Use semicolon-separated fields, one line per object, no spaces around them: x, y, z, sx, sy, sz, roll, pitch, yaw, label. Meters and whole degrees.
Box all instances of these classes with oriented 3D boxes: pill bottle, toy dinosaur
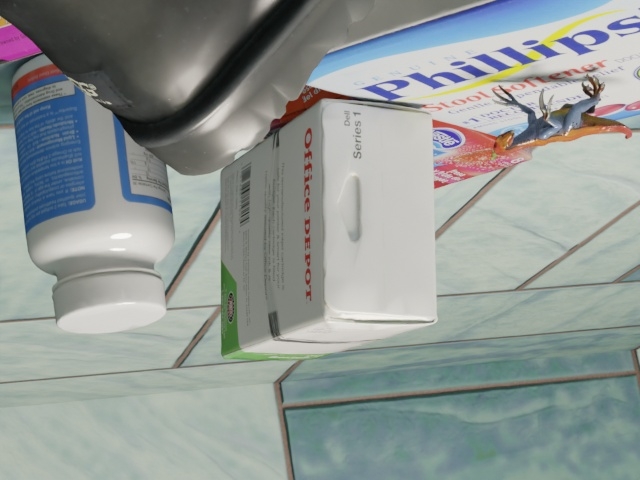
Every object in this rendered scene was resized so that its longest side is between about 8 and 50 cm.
-0.189;-0.040;1.213;0.124;0.221;0.124;-8;163;-2;pill bottle
0.155;-0.074;0.955;0.082;0.090;0.047;-46;-174;-6;toy dinosaur

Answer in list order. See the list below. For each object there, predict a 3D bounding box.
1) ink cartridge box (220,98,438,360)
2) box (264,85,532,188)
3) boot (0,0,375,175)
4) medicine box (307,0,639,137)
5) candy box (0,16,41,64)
0.000;0.000;1.088;0.093;0.160;0.219;4;168;-23;ink cartridge box
0.059;-0.134;1.190;0.123;0.128;0.257;-17;161;31;box
-0.096;-0.278;0.558;0.445;0.367;0.146;38;173;-41;boot
0.155;-0.181;0.984;0.263;0.149;0.289;-12;167;42;medicine box
-0.188;-0.202;0.711;0.159;0.071;0.233;-15;126;11;candy box
